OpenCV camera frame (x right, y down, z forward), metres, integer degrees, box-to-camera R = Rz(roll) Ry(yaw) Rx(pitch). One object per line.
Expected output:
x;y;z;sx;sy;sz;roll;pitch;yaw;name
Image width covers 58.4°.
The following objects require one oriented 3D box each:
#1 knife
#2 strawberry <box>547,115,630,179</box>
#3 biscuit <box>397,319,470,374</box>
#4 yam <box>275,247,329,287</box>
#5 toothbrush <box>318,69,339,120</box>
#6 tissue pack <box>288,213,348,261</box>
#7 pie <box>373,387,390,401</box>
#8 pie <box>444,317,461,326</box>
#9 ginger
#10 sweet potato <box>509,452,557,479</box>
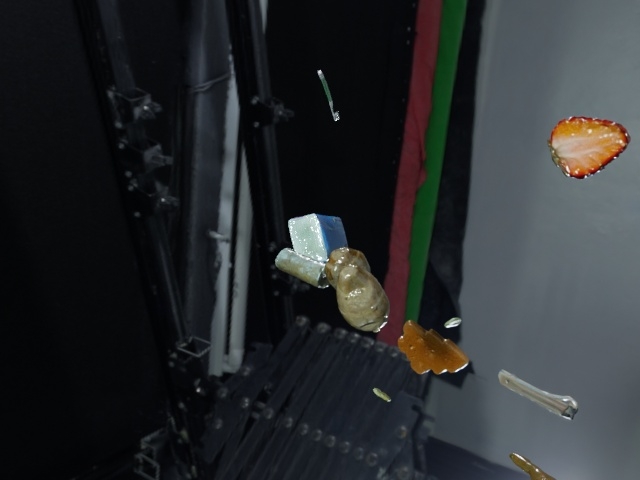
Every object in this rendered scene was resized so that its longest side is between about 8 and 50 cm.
0.851;0.598;2.255;0.043;0.365;0.089;4;-81;-35;knife
0.808;-0.289;1.698;0.111;0.236;0.190;-23;-82;-37;strawberry
0.459;0.451;2.324;0.043;0.306;0.284;-45;-48;-42;biscuit
-0.056;0.097;2.018;0.093;0.259;0.093;-13;-69;-36;yam
0.031;-0.522;2.076;0.024;0.018;0.257;-28;-33;1;toothbrush
0.000;0.000;2.321;0.263;0.146;0.198;4;-108;-68;tissue pack
0.259;0.651;2.417;0.020;0.084;0.084;-57;-32;-2;pie
0.638;0.396;2.762;0.084;0.084;0.021;42;-156;-56;pie
0.111;0.129;1.799;0.244;0.155;0.304;50;-163;-38;ginger
0.654;0.715;1.685;0.075;0.269;0.074;-14;-59;-23;sweet potato
